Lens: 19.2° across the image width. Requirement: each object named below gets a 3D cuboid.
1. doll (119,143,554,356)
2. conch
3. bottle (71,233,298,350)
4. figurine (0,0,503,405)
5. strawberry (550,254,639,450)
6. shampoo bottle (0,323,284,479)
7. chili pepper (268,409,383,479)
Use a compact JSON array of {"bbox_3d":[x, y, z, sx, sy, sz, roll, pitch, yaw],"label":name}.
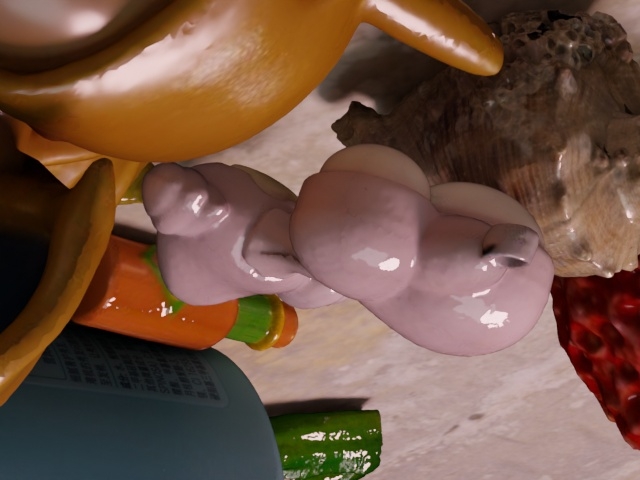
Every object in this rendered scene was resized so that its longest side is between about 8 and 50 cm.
[{"bbox_3d":[0.000,0.001,1.095,0.160,0.094,0.365,32,162,-32],"label":"doll"},{"bbox_3d":[0.123,-0.060,1.150,0.245,0.163,0.178,6,175,31],"label":"conch"},{"bbox_3d":[-0.094,0.044,1.349,0.187,0.069,0.069,16,142,-42],"label":"bottle"},{"bbox_3d":[-0.138,-0.088,0.922,0.387,0.268,0.401,-35,180,10],"label":"figurine"},{"bbox_3d":[0.312,0.061,1.265,0.292,0.310,0.292,-12,153,-6],"label":"strawberry"},{"bbox_3d":[-0.242,0.214,1.334,0.342,0.331,0.331,8,147,-31],"label":"shampoo bottle"},{"bbox_3d":[-0.071,0.191,1.609,0.253,0.083,0.099,-11,153,-8],"label":"chili pepper"}]
